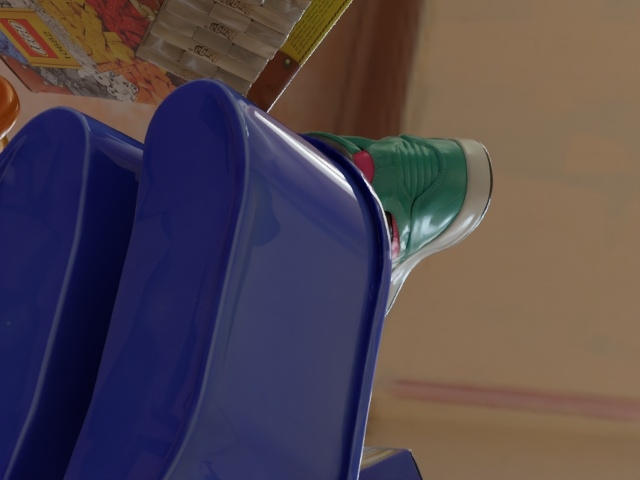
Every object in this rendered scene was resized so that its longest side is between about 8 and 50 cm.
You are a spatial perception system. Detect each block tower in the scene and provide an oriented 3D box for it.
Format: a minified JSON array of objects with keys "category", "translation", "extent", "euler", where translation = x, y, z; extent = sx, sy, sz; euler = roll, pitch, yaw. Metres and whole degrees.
[{"category":"block tower","translation":[-0.032,-0.220,1.178],"extent":[0.335,0.097,0.091],"euler":[-52,-164,54]}]

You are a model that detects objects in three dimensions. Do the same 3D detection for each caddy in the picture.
[{"category":"caddy","translation":[-0.089,0.073,0.968],"extent":[0.179,0.241,0.341],"euler":[37,56,-45]}]

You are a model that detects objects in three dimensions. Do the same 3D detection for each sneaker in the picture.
[{"category":"sneaker","translation":[0.000,0.000,1.460],"extent":[0.178,0.295,0.124],"euler":[7,55,-29]}]

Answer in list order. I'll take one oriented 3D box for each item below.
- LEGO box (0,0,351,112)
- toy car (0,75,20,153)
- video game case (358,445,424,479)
[{"category":"LEGO box","translation":[-0.082,-0.369,1.602],"extent":[0.500,0.372,0.193],"euler":[-54,128,-22]},{"category":"toy car","translation":[-0.303,-0.098,1.193],"extent":[0.136,0.182,0.159],"euler":[117,-21,-45]},{"category":"video game case","translation":[-0.053,0.287,1.702],"extent":[0.061,0.269,0.244],"euler":[68,-17,0]}]
